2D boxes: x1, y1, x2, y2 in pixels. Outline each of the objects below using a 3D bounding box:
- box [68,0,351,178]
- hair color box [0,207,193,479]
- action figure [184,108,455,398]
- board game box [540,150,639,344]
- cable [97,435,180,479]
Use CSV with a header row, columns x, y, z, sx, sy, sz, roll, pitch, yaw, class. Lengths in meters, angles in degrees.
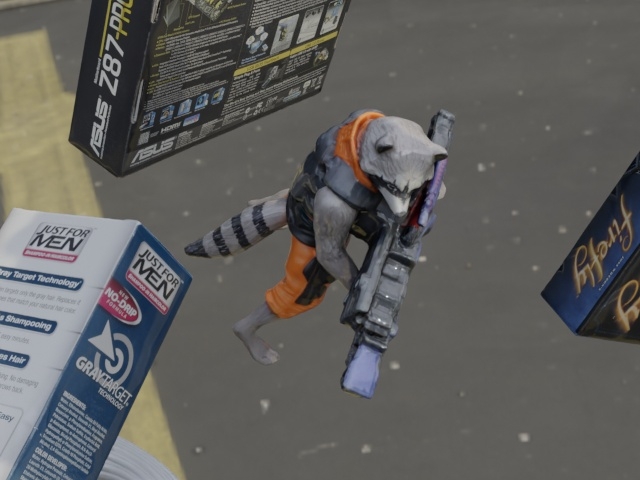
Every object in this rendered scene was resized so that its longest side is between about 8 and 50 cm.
x,y,z,sx,sy,sz,roll,pitch,yaw,class
-0.096,-0.272,1.211,0.097,0.318,0.395,36,38,19,box
-0.269,0.145,0.939,0.174,0.105,0.347,7,61,33,hair color box
0.000,0.000,1.042,0.330,0.178,0.341,-43,22,45,action figure
0.259,-0.040,0.615,0.165,0.243,0.042,10,32,-34,board game box
-0.252,0.298,1.143,0.257,0.089,0.257,10,25,-39,cable
